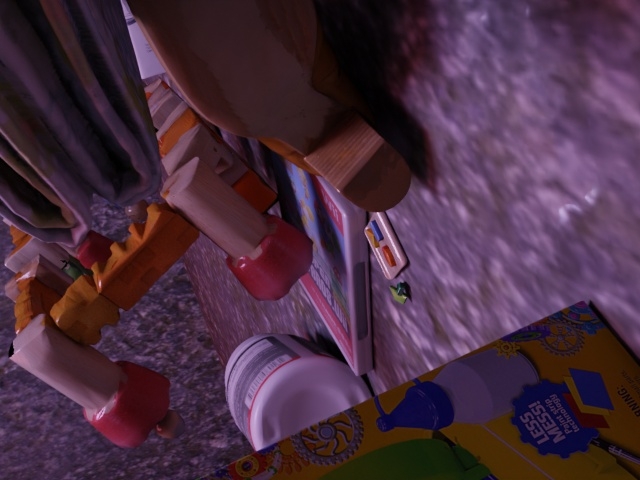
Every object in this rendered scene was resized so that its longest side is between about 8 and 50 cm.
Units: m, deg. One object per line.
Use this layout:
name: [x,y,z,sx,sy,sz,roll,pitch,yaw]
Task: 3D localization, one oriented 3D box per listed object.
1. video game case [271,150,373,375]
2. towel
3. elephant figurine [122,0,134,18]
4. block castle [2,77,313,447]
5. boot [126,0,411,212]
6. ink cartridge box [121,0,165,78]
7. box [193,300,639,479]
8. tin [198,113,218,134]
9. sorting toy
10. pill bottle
video game case: [0.000,0.000,0.964,0.285,0.025,0.204,84,159,-49]
towel: [-0.177,-0.220,0.370,0.320,0.090,0.374,80,171,-60]
elephant figurine: [-0.130,-0.297,0.739,0.186,0.169,0.239,49,170,-2]
block castle: [-0.200,0.005,1.021,0.213,0.303,0.453,43,-178,-30]
boot: [-0.061,-0.146,0.628,0.295,0.104,0.211,43,-175,-41]
ink cartridge box: [-0.259,-0.374,1.205,0.172,0.100,0.237,-126,19,-46]
box: [0.093,0.235,0.436,0.290,0.279,0.177,57,163,35]
tin: [-0.191,-0.151,1.438,0.190,0.040,0.106,143,108,-76]
sorting toy: [0.062,0.017,0.777,0.062,0.012,0.083,118,129,-72]
pill bottle: [-0.042,0.216,1.174,0.283,0.161,0.161,-170,59,-75]
